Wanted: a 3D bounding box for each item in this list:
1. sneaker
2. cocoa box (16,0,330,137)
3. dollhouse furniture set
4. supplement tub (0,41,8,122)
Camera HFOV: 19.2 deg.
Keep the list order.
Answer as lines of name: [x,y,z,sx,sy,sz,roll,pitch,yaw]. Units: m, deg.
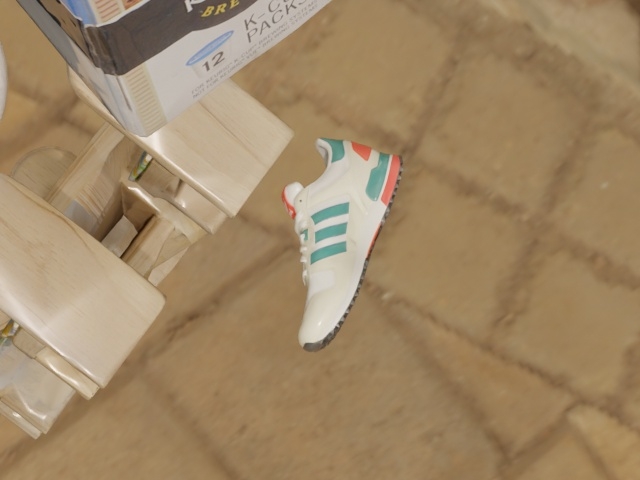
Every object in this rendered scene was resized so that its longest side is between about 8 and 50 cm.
sneaker: [0.000,0.000,1.330,0.075,0.057,0.161,22,69,-1]
cocoa box: [-0.008,-0.252,0.636,0.347,0.228,0.231,-37,73,-9]
dollhouse furniture set: [-0.262,0.032,1.259,0.256,0.362,0.394,38,73,-6]
supplement tub: [-0.366,-0.152,1.541,0.191,0.272,0.191,-5,109,-16]
